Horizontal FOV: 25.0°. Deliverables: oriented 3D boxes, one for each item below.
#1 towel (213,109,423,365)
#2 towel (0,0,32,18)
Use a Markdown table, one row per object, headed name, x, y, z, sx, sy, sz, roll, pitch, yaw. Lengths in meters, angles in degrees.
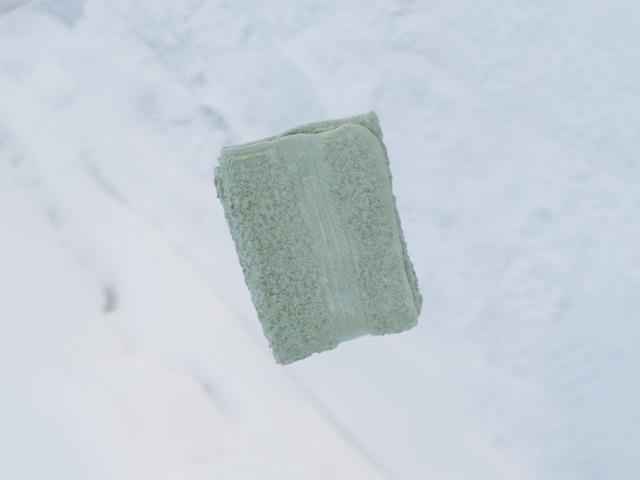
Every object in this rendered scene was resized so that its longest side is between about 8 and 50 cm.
| name | x | y | z | sx | sy | sz | roll | pitch | yaw |
| --- | --- | --- | --- | --- | --- | --- | --- | --- | --- |
| towel | 0.000 | 0.000 | 0.890 | 0.110 | 0.027 | 0.148 | -16 | 109 | -4 |
| towel | -0.256 | -0.068 | 0.374 | 0.317 | 0.331 | 0.053 | -19 | 80 | 38 |
